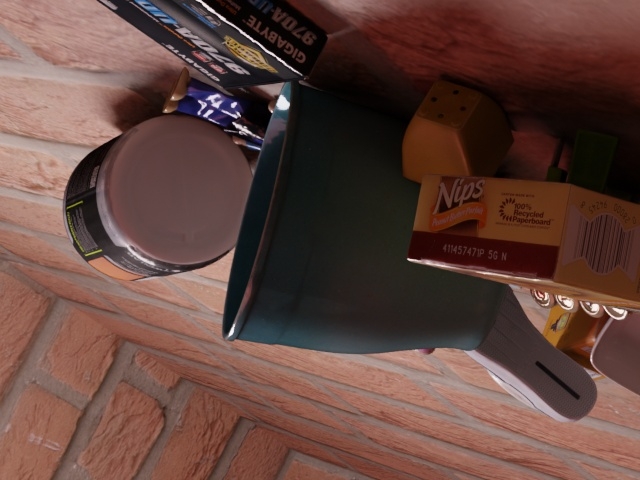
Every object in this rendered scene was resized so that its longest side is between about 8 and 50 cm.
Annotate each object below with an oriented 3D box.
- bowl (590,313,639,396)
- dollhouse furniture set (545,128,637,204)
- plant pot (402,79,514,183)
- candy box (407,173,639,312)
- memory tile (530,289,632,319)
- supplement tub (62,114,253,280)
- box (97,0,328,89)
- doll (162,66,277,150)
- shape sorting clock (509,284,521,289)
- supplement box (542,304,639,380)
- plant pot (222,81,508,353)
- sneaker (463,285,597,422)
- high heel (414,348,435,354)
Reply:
[{"bbox_3d":[0.373,0.103,1.697,0.142,0.053,0.142,28,124,-4],"label":"bowl"},{"bbox_3d":[0.254,-0.066,1.469,0.076,0.058,0.152,14,-178,17],"label":"dollhouse furniture set"},{"bbox_3d":[0.123,-0.101,1.471,0.081,0.081,0.083,21,153,24],"label":"plant pot"},{"bbox_3d":[0.257,0.014,1.424,0.316,0.087,0.183,14,177,-38],"label":"candy box"},{"bbox_3d":[0.264,0.028,1.681,0.148,0.012,0.113,6,121,53],"label":"memory tile"},{"bbox_3d":[-0.219,-0.047,2.038,0.194,0.193,0.316,31,165,-17],"label":"supplement tub"},{"bbox_3d":[-0.124,-0.226,1.517,0.220,0.051,0.175,34,164,-28],"label":"box"},{"bbox_3d":[-0.080,-0.131,1.787,0.189,0.046,0.129,23,158,-11],"label":"doll"},{"bbox_3d":[0.181,0.011,1.836,0.206,0.040,0.206,25,166,7],"label":"shape sorting clock"},{"bbox_3d":[0.324,0.111,1.863,0.080,0.078,0.233,26,167,-7],"label":"supplement box"},{"bbox_3d":[0.056,-0.001,1.613,0.255,0.271,0.271,14,168,-8],"label":"plant pot"},{"bbox_3d":[0.203,0.118,1.833,0.258,0.094,0.091,46,161,-10],"label":"sneaker"},{"bbox_3d":[0.071,0.056,2.186,0.244,0.082,0.117,36,138,22],"label":"high heel"}]
